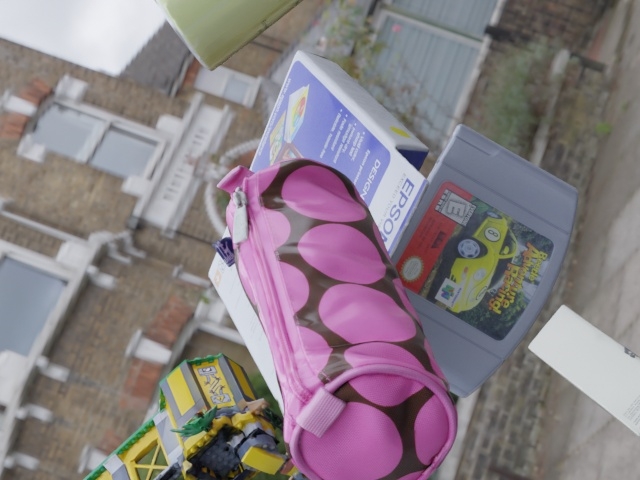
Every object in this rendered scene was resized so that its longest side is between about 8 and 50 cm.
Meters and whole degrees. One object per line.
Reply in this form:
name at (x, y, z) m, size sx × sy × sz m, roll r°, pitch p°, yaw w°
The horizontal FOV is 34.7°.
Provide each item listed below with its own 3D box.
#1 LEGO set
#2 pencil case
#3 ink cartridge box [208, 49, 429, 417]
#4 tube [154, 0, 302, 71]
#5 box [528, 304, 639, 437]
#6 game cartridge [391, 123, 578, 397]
LEGO set at (-0.038, 0.255, 0.693) m, size 0.255 × 0.192 × 0.331 m, roll -36°, pitch -48°, yaw 1°
pencil case at (0.001, 0.039, 0.564) m, size 0.095 × 0.098 × 0.209 m, roll -40°, pitch 37°, yaw 12°
ink cartridge box at (0.000, 0.000, 1.068) m, size 0.307 × 0.072 × 0.304 m, roll 52°, pitch 125°, yaw 48°
tube at (0.018, -0.184, 0.549) m, size 0.240 × 0.070 × 0.062 m, roll -37°, pitch -18°, yaw 1°
box at (0.442, 0.209, 1.526) m, size 0.094 × 0.113 × 0.275 m, roll -52°, pitch 34°, yaw 3°
game cartridge at (0.182, 0.028, 1.236) m, size 0.294 × 0.196 × 0.060 m, roll -61°, pitch 2°, yaw -9°
